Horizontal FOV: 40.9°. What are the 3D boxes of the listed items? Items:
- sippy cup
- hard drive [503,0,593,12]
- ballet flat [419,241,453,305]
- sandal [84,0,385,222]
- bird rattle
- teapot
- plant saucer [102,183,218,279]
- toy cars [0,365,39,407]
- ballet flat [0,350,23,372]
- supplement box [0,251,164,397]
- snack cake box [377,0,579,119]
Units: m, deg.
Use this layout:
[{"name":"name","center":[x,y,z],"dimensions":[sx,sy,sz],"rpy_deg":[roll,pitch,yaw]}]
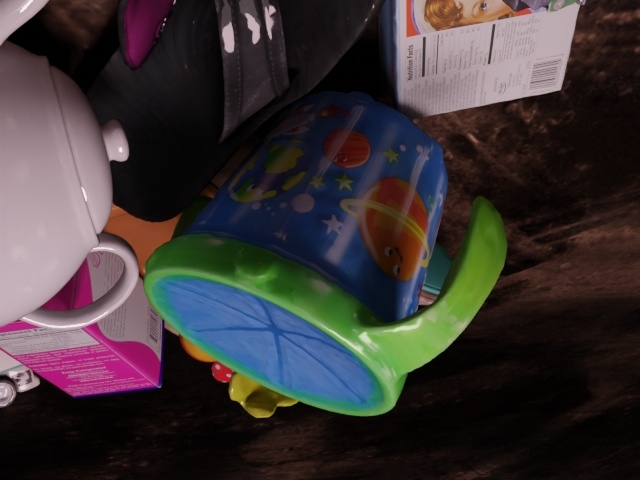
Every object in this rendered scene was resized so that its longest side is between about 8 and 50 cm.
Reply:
[{"name":"sippy cup","center":[0.000,0.000,0.751],"dimensions":[0.305,0.224,0.240],"rpy_deg":[22,154,10]},{"name":"hard drive","center":[0.261,-0.287,0.514],"dimensions":[0.339,0.064,0.237],"rpy_deg":[-25,147,-20]},{"name":"ballet flat","center":[0.035,0.011,1.007],"dimensions":[0.316,0.108,0.106],"rpy_deg":[29,135,-35]},{"name":"sandal","center":[-0.085,-0.138,0.632],"dimensions":[0.167,0.107,0.446],"rpy_deg":[39,135,-2]},{"name":"bird rattle","center":[-0.113,0.122,1.109],"dimensions":[0.207,0.143,0.253],"rpy_deg":[31,171,-19]},{"name":"teapot","center":[-0.242,-0.051,0.667],"dimensions":[0.187,0.253,0.256],"rpy_deg":[-15,177,-14]},{"name":"plant saucer","center":[-0.200,-0.009,0.939],"dimensions":[0.199,0.037,0.200],"rpy_deg":[-9,149,-5]},{"name":"toy cars","center":[-0.534,0.170,1.012],"dimensions":[0.393,0.176,0.087],"rpy_deg":[-7,109,10]},{"name":"ballet flat","center":[-0.484,0.081,0.912],"dimensions":[0.400,0.139,0.139],"rpy_deg":[-2,148,-16]},{"name":"supplement box","center":[-0.258,0.078,0.914],"dimensions":[0.113,0.111,0.220],"rpy_deg":[-8,151,9]},{"name":"snack cake box","center":[0.121,-0.218,0.665],"dimensions":[0.152,0.089,0.264],"rpy_deg":[-10,149,-1]}]
